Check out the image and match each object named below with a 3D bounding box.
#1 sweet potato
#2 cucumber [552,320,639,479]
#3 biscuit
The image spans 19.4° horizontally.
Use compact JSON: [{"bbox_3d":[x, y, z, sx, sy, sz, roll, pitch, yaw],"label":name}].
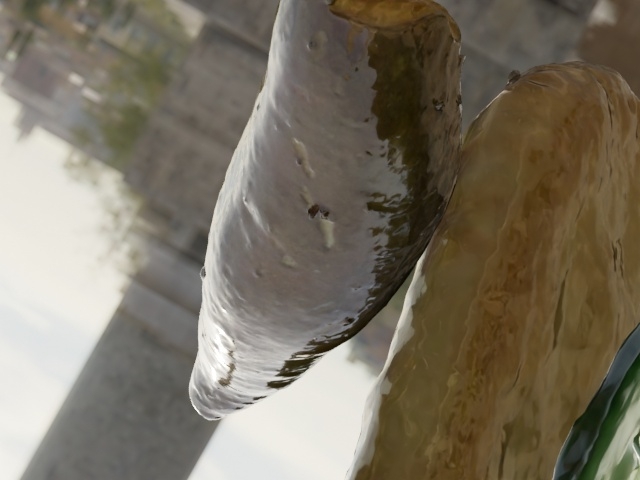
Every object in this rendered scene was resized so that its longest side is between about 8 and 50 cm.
[{"bbox_3d":[0.000,0.000,0.631,0.077,0.077,0.244,29,141,10],"label":"sweet potato"},{"bbox_3d":[0.120,0.096,0.463,0.130,0.191,0.191,15,179,1],"label":"cucumber"},{"bbox_3d":[0.130,0.116,1.128,0.104,0.446,0.429,10,158,25],"label":"biscuit"}]
